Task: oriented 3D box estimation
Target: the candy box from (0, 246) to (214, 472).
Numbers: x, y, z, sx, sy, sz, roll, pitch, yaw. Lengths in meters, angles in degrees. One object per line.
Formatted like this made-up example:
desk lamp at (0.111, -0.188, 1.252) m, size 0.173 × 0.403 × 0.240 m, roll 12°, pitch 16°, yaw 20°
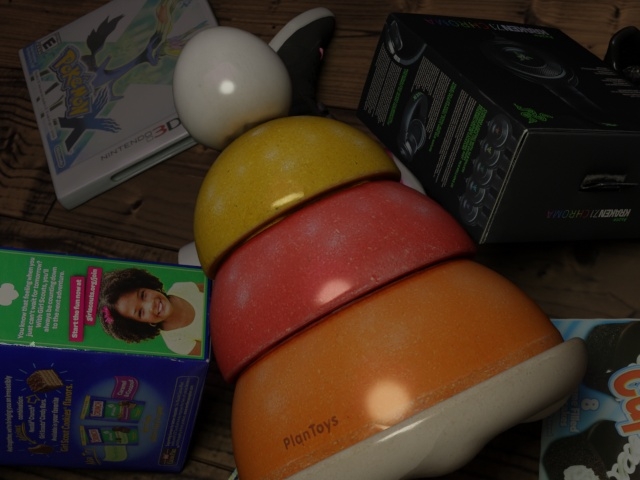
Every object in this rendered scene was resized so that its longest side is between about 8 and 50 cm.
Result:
candy box at (-0.285, 0.130, 1.138) m, size 0.317 × 0.268 × 0.122 m, roll 5°, pitch 53°, yaw -12°

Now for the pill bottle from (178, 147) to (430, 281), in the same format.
pill bottle at (-0.005, 0.015, 1.238) m, size 0.283 × 0.160 × 0.160 m, roll -23°, pitch 53°, yaw 7°

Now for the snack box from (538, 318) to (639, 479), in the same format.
snack box at (0.304, 0.227, 1.041) m, size 0.187 × 0.060 × 0.322 m, roll -2°, pitch 58°, yaw 20°

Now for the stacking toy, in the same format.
stacking toy at (0.000, 0.000, 1.038) m, size 0.351 × 0.350 × 0.479 m, roll -26°, pitch 80°, yaw 4°

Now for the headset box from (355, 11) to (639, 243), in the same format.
headset box at (0.218, -0.116, 1.153) m, size 0.246 × 0.131 × 0.283 m, roll -1°, pitch 34°, yaw -29°

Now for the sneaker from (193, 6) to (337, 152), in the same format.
sneaker at (-0.026, -0.185, 1.427) m, size 0.147 × 0.104 × 0.295 m, roll 34°, pitch 53°, yaw 6°

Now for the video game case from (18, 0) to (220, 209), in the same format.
video game case at (-0.274, -0.232, 1.584) m, size 0.300 × 0.036 × 0.329 m, roll -27°, pitch 53°, yaw 3°

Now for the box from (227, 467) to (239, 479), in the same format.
box at (-0.053, 0.299, 1.158) m, size 0.137 × 0.027 × 0.094 m, roll 25°, pitch 72°, yaw 32°

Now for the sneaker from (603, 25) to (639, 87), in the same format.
sneaker at (0.408, -0.121, 1.186) m, size 0.108 × 0.121 × 0.302 m, roll -38°, pitch 53°, yaw -4°
